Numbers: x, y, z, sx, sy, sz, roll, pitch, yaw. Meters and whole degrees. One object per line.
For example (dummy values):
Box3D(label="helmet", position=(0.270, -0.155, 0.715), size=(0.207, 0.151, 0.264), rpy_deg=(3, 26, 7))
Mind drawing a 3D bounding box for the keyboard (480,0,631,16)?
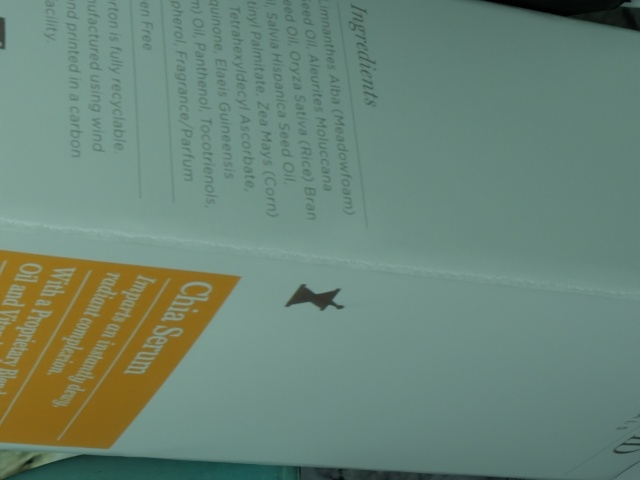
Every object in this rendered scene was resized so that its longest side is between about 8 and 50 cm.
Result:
Box3D(label="keyboard", position=(0.069, -0.138, 0.683), size=(0.108, 0.023, 0.180), rpy_deg=(-6, 164, 22))

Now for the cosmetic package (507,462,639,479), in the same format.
Box3D(label="cosmetic package", position=(0.194, 0.185, 1.047), size=(0.117, 0.085, 0.231), rpy_deg=(-7, 124, -14))

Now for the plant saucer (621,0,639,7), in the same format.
Box3D(label="plant saucer", position=(0.142, -0.273, 0.630), size=(0.401, 0.100, 0.400), rpy_deg=(12, 145, 8))

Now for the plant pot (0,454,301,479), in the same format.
Box3D(label="plant pot", position=(-0.136, 0.247, 0.879), size=(0.255, 0.271, 0.271), rpy_deg=(-1, 125, -1))

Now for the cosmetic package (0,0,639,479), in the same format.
Box3D(label="cosmetic package", position=(0.000, 0.000, 0.753), size=(0.453, 0.161, 0.230), rpy_deg=(6, 148, -23))
